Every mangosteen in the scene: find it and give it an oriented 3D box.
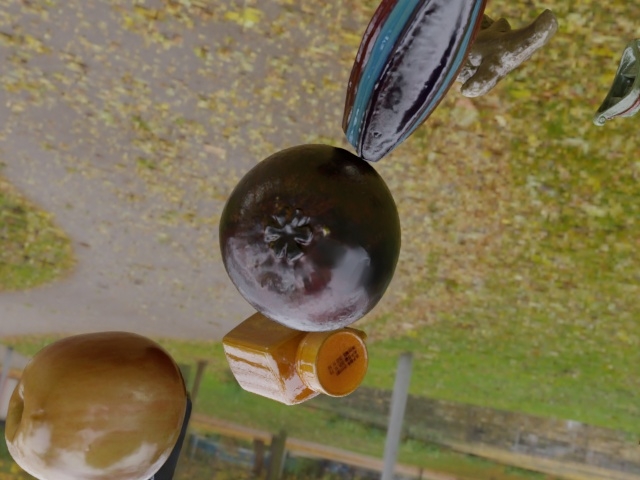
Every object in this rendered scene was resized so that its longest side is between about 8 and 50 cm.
[{"bbox_3d":[0.000,0.000,1.215,0.235,0.236,0.261,8,177,18],"label":"mangosteen"}]

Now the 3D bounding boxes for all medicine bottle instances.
[{"bbox_3d":[-0.033,0.175,1.474,0.222,0.149,0.112,6,122,54],"label":"medicine bottle"}]

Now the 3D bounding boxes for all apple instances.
[{"bbox_3d":[-0.242,0.182,1.001,0.199,0.199,0.199,12,166,3],"label":"apple"}]

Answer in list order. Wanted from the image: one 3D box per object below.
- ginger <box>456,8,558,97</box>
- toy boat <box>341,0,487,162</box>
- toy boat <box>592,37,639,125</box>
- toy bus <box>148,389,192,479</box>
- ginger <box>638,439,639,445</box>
[{"bbox_3d":[0.265,-0.322,1.627,0.080,0.166,0.333,29,179,-34],"label":"ginger"},{"bbox_3d":[0.126,-0.247,1.175,0.136,0.079,0.392,17,139,-9],"label":"toy boat"},{"bbox_3d":[0.601,-0.301,1.851,0.071,0.185,0.089,24,-178,-19],"label":"toy boat"},{"bbox_3d":[-0.250,0.305,1.435,0.072,0.172,0.057,13,173,32],"label":"toy bus"},{"bbox_3d":[0.528,0.238,1.207,0.193,0.123,0.115,23,-147,28],"label":"ginger"}]
